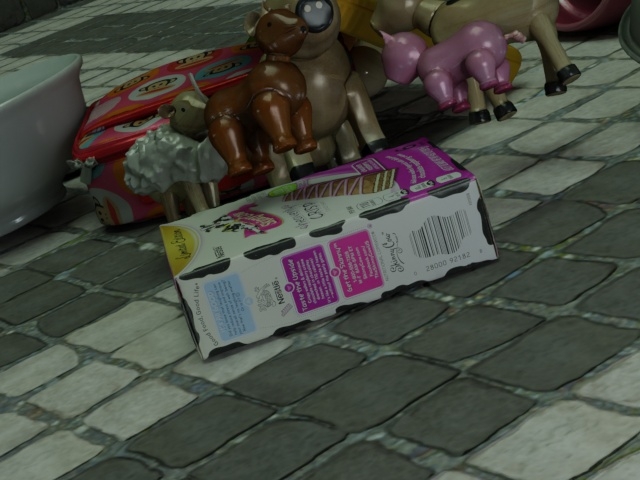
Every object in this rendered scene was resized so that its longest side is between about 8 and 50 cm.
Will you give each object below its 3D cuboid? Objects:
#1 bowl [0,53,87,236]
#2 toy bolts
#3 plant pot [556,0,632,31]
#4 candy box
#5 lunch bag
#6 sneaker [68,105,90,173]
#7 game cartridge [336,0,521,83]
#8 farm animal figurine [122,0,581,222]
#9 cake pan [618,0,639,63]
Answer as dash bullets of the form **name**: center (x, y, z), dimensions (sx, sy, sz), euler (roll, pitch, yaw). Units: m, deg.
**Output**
- **bowl**: center (-0.364, -0.079, 1.633), dimensions (0.298, 0.134, 0.298), euler (-23, 15, 6)
- **toy bolts**: center (-0.006, -0.211, 1.807), dimensions (0.218, 0.158, 0.228), euler (-55, 6, 36)
- **plant pot**: center (0.339, -0.342, 1.722), dimensions (0.180, 0.201, 0.201), euler (-9, 11, -30)
- **candy box**: center (0.000, 0.000, 1.170), dimensions (0.233, 0.071, 0.159), euler (-20, 17, -5)
- **lunch bag**: center (-0.102, -0.110, 1.548), dimensions (0.293, 0.120, 0.258), euler (-17, 21, 8)
- **sneaker**: center (-0.328, -0.114, 1.845), dimensions (0.229, 0.086, 0.132), euler (-9, 12, -5)
- **game cartridge**: center (0.013, -0.259, 1.540), dimensions (0.324, 0.052, 0.285), euler (13, 19, -49)
- **farm animal figurine**: center (0.017, -0.147, 1.290), dimensions (0.330, 0.172, 0.327), euler (-14, -11, -29)
- **cake pan**: center (0.387, -0.218, 1.252), dimensions (0.293, 0.054, 0.293), euler (-14, 27, 7)
